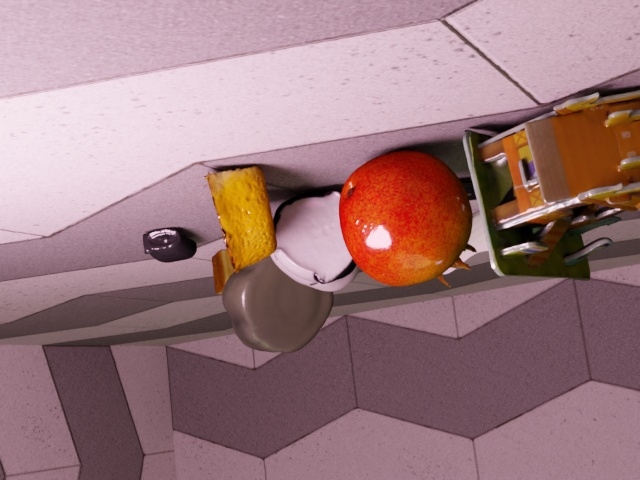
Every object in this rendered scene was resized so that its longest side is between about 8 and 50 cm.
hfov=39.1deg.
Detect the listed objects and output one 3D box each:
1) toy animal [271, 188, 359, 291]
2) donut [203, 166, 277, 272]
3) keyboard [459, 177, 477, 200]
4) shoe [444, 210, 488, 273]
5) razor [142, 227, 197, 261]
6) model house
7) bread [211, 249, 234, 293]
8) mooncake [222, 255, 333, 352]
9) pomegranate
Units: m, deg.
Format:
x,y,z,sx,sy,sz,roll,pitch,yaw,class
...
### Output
x,y,z,sx,sy,sz,roll,pitch,yaw,class
-0.004,0.006,1.717,0.187,0.165,0.235,33,170,5,toy animal
-0.130,-0.026,1.529,0.101,0.152,0.259,-13,172,-6,donut
0.203,-0.091,1.732,0.316,0.027,0.106,-6,166,-3,keyboard
0.357,-0.023,2.071,0.265,0.095,0.110,-34,-168,36,shoe
-0.313,0.013,1.879,0.090,0.054,0.148,-11,170,3,razor
0.447,-0.084,1.378,0.312,0.243,0.357,-19,163,38,model house
-0.231,0.075,2.151,0.035,0.095,0.090,-3,166,-23,bread
-0.103,0.133,2.109,0.274,0.275,0.135,3,-178,-41,mooncake
0.150,-0.028,1.464,0.256,0.221,0.220,38,145,-28,pomegranate
